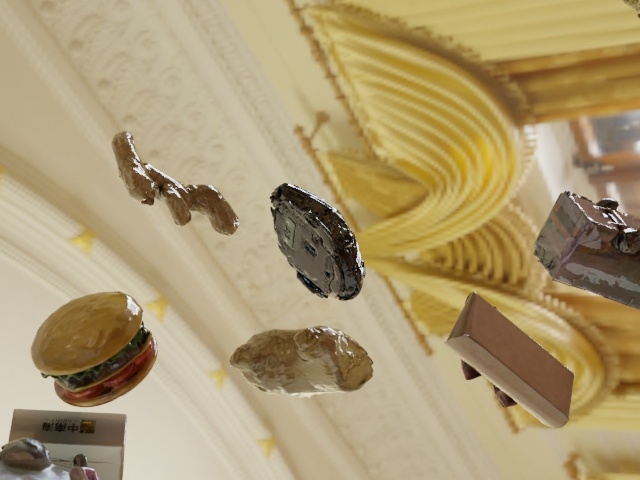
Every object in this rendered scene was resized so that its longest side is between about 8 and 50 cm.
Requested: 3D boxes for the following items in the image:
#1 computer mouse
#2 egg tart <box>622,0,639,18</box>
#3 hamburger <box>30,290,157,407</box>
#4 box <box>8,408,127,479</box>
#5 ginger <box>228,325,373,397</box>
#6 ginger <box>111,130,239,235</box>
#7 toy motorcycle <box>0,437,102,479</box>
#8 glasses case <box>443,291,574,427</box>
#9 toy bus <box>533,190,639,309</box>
[{"bbox_3d":[0.000,0.000,1.736,0.077,0.242,0.147,-20,-42,-30],"label":"computer mouse"},{"bbox_3d":[0.347,-0.299,0.893,0.120,0.315,0.315,17,-109,-34],"label":"egg tart"},{"bbox_3d":[-0.292,0.139,1.478,0.162,0.162,0.115,-56,-45,-45],"label":"hamburger"},{"bbox_3d":[-0.347,0.341,1.565,0.067,0.155,0.243,-100,18,-55],"label":"box"},{"bbox_3d":[-0.037,0.224,2.176,0.221,0.275,0.130,89,-177,-71],"label":"ginger"},{"bbox_3d":[-0.236,-0.071,1.843,0.258,0.065,0.149,38,-155,-22],"label":"ginger"},{"bbox_3d":[-0.358,0.281,1.261,0.188,0.327,0.143,2,-80,-50],"label":"toy motorcycle"},{"bbox_3d":[0.229,0.146,1.431,0.193,0.070,0.102,39,-137,-19],"label":"glasses case"},{"bbox_3d":[0.479,0.034,1.721,0.316,0.138,0.112,20,-155,-23],"label":"toy bus"}]
